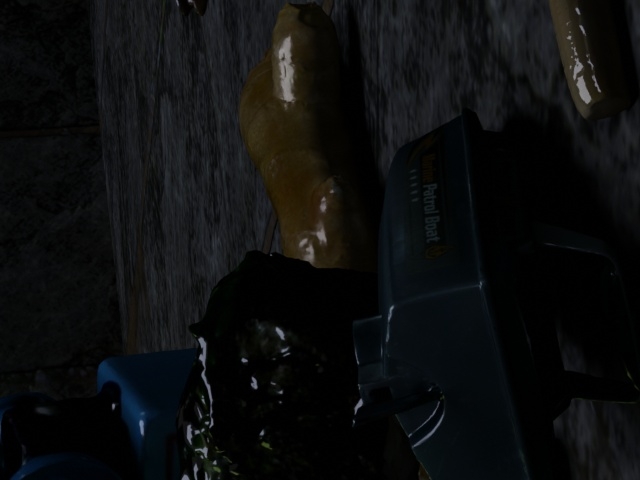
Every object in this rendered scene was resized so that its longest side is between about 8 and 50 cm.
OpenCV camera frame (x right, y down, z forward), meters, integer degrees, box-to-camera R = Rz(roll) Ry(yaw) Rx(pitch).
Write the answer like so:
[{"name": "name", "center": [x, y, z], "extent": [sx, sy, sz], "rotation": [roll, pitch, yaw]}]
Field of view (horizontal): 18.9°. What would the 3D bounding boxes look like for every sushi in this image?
[{"name": "sushi", "center": [-0.008, 0.117, 1.009], "extent": [0.124, 0.127, 0.225], "rotation": [-53, -32, -63]}]

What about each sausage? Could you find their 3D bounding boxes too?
[{"name": "sausage", "center": [0.092, -0.108, 0.711], "extent": [0.024, 0.024, 0.132], "rotation": [114, 149, -70]}]

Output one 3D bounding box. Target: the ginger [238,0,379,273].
[{"name": "ginger", "center": [0.004, 0.000, 1.148], "extent": [0.118, 0.065, 0.299], "rotation": [106, 156, -58]}]

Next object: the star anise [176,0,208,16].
[{"name": "star anise", "center": [-0.101, -0.324, 1.537], "extent": [0.288, 0.088, 0.288], "rotation": [174, 90, -82]}]

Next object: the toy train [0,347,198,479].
[{"name": "toy train", "center": [-0.138, 0.251, 1.481], "extent": [0.188, 0.265, 0.300], "rotation": [-146, 53, -65]}]

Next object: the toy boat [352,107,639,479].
[{"name": "toy boat", "center": [0.067, 0.009, 0.767], "extent": [0.246, 0.103, 0.093], "rotation": [-84, -20, -67]}]

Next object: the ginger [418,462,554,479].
[{"name": "ginger", "center": [0.074, 0.106, 0.862], "extent": [0.137, 0.044, 0.057], "rotation": [-175, 99, -78]}]
